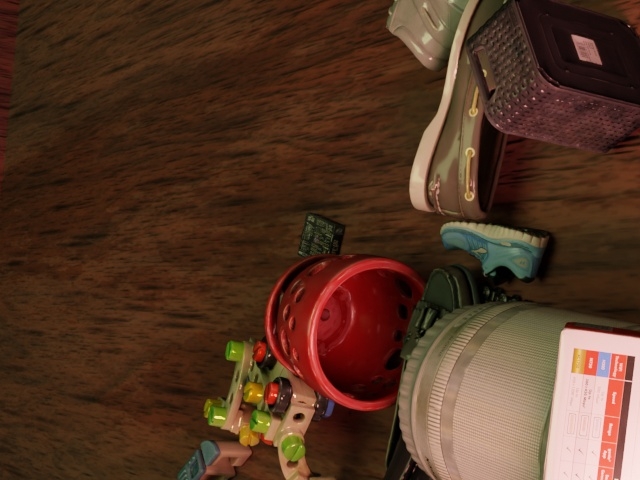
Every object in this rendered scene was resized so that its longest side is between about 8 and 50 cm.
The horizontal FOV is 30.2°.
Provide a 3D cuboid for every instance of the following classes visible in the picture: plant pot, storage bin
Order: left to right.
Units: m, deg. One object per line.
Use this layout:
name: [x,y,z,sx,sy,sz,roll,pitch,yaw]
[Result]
plant pot: [0.029,0.106,1.512,0.174,0.191,0.191,13,94,60]
storage bin: [0.253,-0.173,1.229,0.084,0.180,0.122,-42,51,44]

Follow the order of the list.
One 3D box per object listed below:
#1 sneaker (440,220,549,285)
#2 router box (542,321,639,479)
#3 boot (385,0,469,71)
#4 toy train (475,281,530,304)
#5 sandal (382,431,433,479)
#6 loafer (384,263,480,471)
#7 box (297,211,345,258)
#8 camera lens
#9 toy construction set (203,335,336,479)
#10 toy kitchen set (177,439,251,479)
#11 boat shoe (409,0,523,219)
sneaker: [0.195,0.015,1.391,0.162,0.063,0.073,12,97,57]
router box: [0.319,0.250,0.925,0.301,0.082,0.336,8,89,15]
boot: [0.115,-0.332,1.550,0.123,0.095,0.258,-54,43,26]
toy train: [0.223,0.083,1.365,0.158,0.027,0.036,25,108,57]
sandal: [0.142,0.307,1.316,0.107,0.167,0.446,22,102,57]
loafer: [0.131,0.161,1.415,0.096,0.084,0.268,20,107,60]
box: [0.000,0.000,1.733,0.083,0.018,0.067,24,103,56]
camera lens: [0.234,0.177,1.152,0.274,0.219,0.219,10,92,57]
toy construction set: [-0.061,0.255,1.653,0.328,0.151,0.215,51,125,48]
toy kitchen set: [-0.193,0.422,1.849,0.207,0.122,0.166,-54,43,37]
boat shoe: [0.195,-0.171,1.396,0.091,0.109,0.305,16,87,29]
